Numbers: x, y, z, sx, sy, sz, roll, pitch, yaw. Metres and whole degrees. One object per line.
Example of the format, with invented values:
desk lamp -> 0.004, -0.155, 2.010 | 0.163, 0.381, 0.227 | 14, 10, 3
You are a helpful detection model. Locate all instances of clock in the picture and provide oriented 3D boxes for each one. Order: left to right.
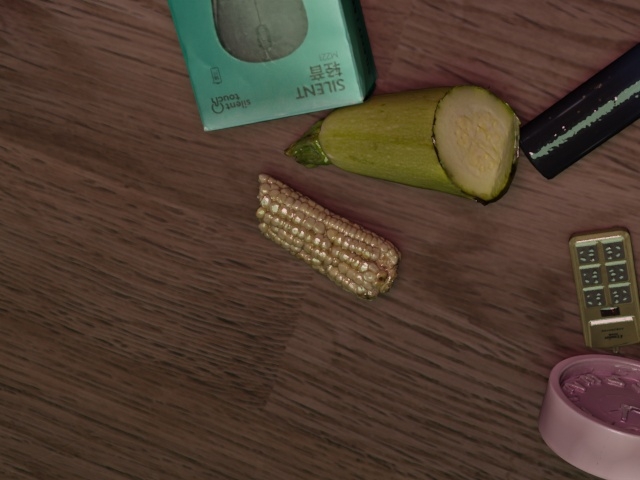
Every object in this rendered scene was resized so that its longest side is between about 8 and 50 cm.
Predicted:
clock -> 0.366, 0.214, 1.602 | 0.196, 0.197, 0.068 | 12, 114, 6

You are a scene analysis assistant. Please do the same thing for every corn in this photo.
corn -> 0.000, 0.000, 1.646 | 0.211, 0.087, 0.087 | 28, 115, 1

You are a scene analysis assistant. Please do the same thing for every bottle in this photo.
bottle -> 0.339, -0.168, 1.512 | 0.244, 0.072, 0.082 | -35, 100, 22

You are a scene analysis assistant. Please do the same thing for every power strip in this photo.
power strip -> 0.355, 0.066, 1.634 | 0.076, 0.028, 0.169 | -9, 111, 14

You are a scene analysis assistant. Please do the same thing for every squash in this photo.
squash -> 0.080, -0.129, 1.548 | 0.287, 0.137, 0.137 | 12, 117, 32

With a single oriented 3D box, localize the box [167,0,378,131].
box -> -0.067, -0.293, 1.515 | 0.205, 0.118, 0.311 | -8, 111, 16
